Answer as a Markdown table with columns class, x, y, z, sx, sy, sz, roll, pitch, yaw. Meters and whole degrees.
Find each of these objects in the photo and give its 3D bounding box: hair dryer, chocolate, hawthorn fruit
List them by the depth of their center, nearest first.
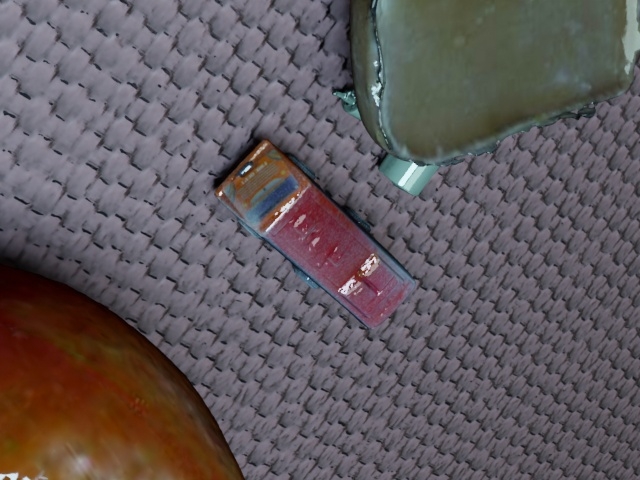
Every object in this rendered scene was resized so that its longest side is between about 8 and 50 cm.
| class | x | y | z | sx | sy | sz | roll | pitch | yaw |
| --- | --- | --- | --- | --- | --- | --- | --- | --- | --- |
| hawthorn fruit | -0.187 | 0.160 | 1.014 | 0.295 | 0.295 | 0.311 | -16 | 108 | -35 |
| chocolate | 0.114 | -0.151 | 1.177 | 0.261 | 0.083 | 0.161 | -18 | 116 | -34 |
| hair dryer | 0.047 | -0.080 | 1.214 | 0.124 | 0.038 | 0.063 | 26 | 103 | -45 |

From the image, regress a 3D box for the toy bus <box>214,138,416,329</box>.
| class | x | y | z | sx | sy | sz | roll | pitch | yaw |
| --- | --- | --- | --- | --- | --- | --- | --- | --- | --- |
| toy bus | 0.000 | 0.000 | 1.198 | 0.065 | 0.077 | 0.192 | -46 | 141 | 2 |
